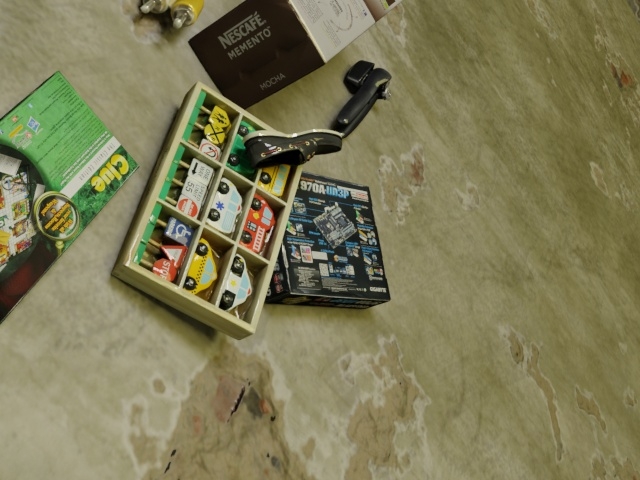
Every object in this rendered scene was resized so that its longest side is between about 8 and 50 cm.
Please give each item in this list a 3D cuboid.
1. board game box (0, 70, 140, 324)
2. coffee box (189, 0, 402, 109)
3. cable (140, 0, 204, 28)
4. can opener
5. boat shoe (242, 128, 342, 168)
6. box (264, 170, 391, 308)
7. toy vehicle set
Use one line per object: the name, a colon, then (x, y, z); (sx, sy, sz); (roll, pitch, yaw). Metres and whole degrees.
board game box: (-0.289, -0.048, 0.852); (0.136, 0.030, 0.260); (51, 40, -19)
coffee box: (-0.021, -0.309, 1.198); (0.119, 0.168, 0.297); (58, 37, -15)
cable: (-0.171, -0.359, 1.152); (0.139, 0.072, 0.287); (45, 27, -3)
can opener: (0.062, -0.217, 1.364); (0.059, 0.073, 0.186); (90, 20, -45)
boat shoe: (-0.030, -0.109, 1.049); (0.133, 0.049, 0.042); (-7, 70, -32)
box: (0.000, 0.000, 1.172); (0.220, 0.051, 0.175); (7, 67, -50)
toy vehicle set: (-0.119, -0.038, 1.007); (0.166, 0.035, 0.267); (30, 55, -23)
